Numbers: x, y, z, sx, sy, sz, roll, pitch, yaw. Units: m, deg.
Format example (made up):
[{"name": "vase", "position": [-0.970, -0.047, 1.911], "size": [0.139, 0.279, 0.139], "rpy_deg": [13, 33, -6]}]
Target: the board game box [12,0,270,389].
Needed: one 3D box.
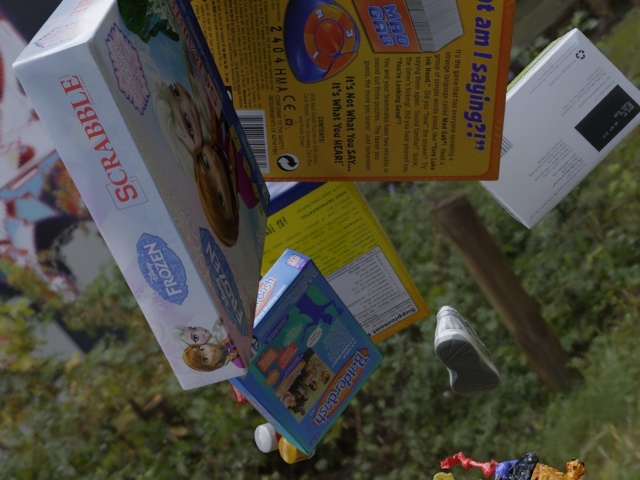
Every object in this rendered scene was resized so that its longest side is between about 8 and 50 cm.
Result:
[{"name": "board game box", "position": [-0.137, -0.087, 0.894], "size": [0.066, 0.319, 0.318], "rpy_deg": [-16, 31, 11]}]

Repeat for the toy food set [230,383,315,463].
[{"name": "toy food set", "position": [-0.053, 0.204, 1.409], "size": [0.104, 0.232, 0.111], "rpy_deg": [-9, -22, -40]}]

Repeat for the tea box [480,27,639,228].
[{"name": "tea box", "position": [0.448, -0.223, 1.978], "size": [0.329, 0.220, 0.323], "rpy_deg": [-45, 0, 7]}]

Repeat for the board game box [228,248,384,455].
[{"name": "board game box", "position": [-0.026, 0.136, 1.165], "size": [0.047, 0.210, 0.160], "rpy_deg": [22, 66, 45]}]

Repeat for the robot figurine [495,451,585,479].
[{"name": "robot figurine", "position": [0.343, 0.472, 1.493], "size": [0.291, 0.211, 0.085], "rpy_deg": [-65, -24, -10]}]

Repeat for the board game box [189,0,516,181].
[{"name": "board game box", "position": [0.038, -0.315, 1.187], "size": [0.356, 0.356, 0.356], "rpy_deg": [0, 40, 3]}]

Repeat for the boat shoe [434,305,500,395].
[{"name": "boat shoe", "position": [0.340, 0.269, 2.282], "size": [0.118, 0.320, 0.103], "rpy_deg": [-16, 52, 19]}]

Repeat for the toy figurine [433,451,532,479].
[{"name": "toy figurine", "position": [0.390, 0.539, 1.818], "size": [0.217, 0.362, 0.191], "rpy_deg": [-15, -9, -37]}]

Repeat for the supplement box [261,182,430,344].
[{"name": "supplement box", "position": [0.000, 0.000, 1.580], "size": [0.194, 0.356, 0.195], "rpy_deg": [-30, 35, 5]}]
